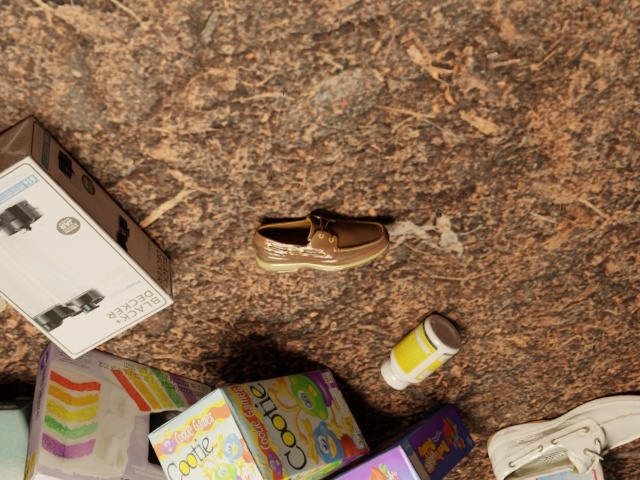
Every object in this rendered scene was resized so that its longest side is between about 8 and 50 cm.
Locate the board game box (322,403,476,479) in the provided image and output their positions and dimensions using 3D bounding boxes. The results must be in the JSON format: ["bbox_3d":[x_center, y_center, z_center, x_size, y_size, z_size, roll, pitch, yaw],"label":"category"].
[{"bbox_3d":[0.043,0.383,1.710,0.347,0.233,0.078,-33,83,25],"label":"board game box"}]

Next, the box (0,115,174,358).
[{"bbox_3d":[-0.331,0.004,1.407,0.169,0.087,0.290,-29,129,11],"label":"box"}]

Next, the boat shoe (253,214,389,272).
[{"bbox_3d":[0.000,0.000,1.455,0.178,0.064,0.060,-6,135,5],"label":"boat shoe"}]

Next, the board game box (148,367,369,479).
[{"bbox_3d":[-0.078,0.282,1.567,0.144,0.142,0.275,-35,162,26],"label":"board game box"}]

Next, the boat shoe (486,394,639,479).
[{"bbox_3d":[0.402,0.324,1.763,0.277,0.096,0.098,-21,130,14],"label":"boat shoe"}]

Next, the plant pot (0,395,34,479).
[{"bbox_3d":[-0.484,0.354,1.608,0.247,0.248,0.252,-2,89,-3],"label":"plant pot"}]

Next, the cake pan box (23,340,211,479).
[{"bbox_3d":[-0.271,0.277,1.570,0.267,0.245,0.070,22,128,-22],"label":"cake pan box"}]

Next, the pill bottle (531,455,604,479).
[{"bbox_3d":[0.378,0.397,1.836,0.160,0.087,0.087,-10,133,5],"label":"pill bottle"}]

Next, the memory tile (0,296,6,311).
[{"bbox_3d":[-0.413,0.038,1.495,0.148,0.012,0.113,-22,131,16],"label":"memory tile"}]

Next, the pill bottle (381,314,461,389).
[{"bbox_3d":[0.141,0.163,1.616,0.065,0.065,0.116,28,125,-27],"label":"pill bottle"}]
